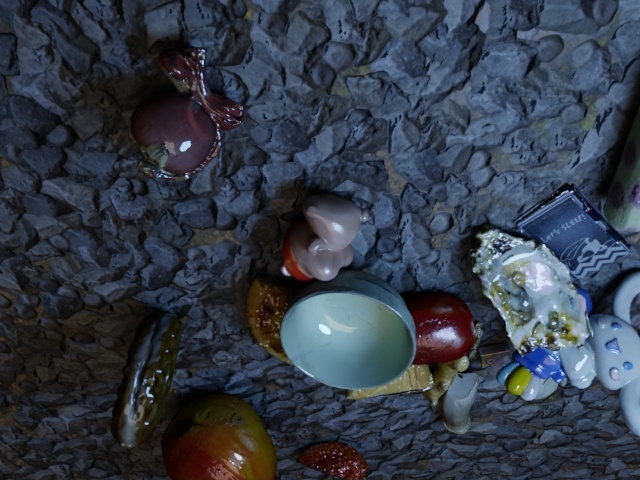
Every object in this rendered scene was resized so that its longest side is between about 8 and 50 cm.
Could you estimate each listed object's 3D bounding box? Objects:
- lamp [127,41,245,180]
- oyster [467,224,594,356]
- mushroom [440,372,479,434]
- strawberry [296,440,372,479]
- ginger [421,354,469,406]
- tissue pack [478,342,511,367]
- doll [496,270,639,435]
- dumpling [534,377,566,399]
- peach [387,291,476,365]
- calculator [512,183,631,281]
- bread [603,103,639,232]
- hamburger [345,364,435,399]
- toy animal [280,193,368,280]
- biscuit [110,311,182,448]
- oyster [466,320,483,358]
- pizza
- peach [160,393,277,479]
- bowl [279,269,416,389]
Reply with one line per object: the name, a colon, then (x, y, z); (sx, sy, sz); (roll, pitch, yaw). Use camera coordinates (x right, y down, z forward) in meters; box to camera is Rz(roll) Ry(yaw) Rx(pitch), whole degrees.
lamp: (-0.269, -0.225, 1.029); (0.223, 0.151, 0.215); (-52, 132, -16)
oyster: (0.480, 0.107, 1.295); (0.201, 0.107, 0.355); (-30, 96, 4)
mushroom: (0.407, 0.484, 1.658); (0.096, 0.108, 0.247); (25, 136, 32)
strawberry: (0.054, 0.724, 1.852); (0.235, 0.107, 0.175); (21, 163, -17)
ginger: (0.345, 0.368, 1.559); (0.065, 0.118, 0.299); (10, 137, -3)
tissue pack: (0.488, 0.322, 1.562); (0.083, 0.035, 0.063); (-12, 129, 6)
doll: (0.624, 0.251, 1.362); (0.365, 0.376, 0.187); (1, 139, 24)
dumpling: (0.637, 0.406, 1.597); (0.134, 0.100, 0.169); (14, 131, -29)
peach: (0.250, 0.216, 1.388); (0.267, 0.159, 0.154); (-3, 109, 11)
calculator: (0.587, -0.007, 1.295); (0.274, 0.028, 0.165); (36, 124, -25)
bread: (0.688, -0.177, 1.072); (0.187, 0.155, 0.338); (2, 133, 8)
hamburger: (0.172, 0.352, 1.536); (0.261, 0.124, 0.131); (-9, 111, 0)
toy animal: (0.000, 0.000, 1.203); (0.171, 0.171, 0.198); (18, 123, -15)
biscuit: (-0.421, 0.334, 1.367); (0.103, 0.332, 0.332); (14, 128, -6)
oyster: (0.416, 0.279, 1.518); (0.029, 0.086, 0.132); (20, 95, 22)
pizza: (-0.071, 0.210, 1.424); (0.226, 0.086, 0.336); (-11, 128, 9)
peach: (-0.284, 0.626, 1.630); (0.372, 0.290, 0.373); (4, 126, 5)
bowl: (0.069, 0.191, 1.291); (0.307, 0.163, 0.307); (5, 123, 9)
